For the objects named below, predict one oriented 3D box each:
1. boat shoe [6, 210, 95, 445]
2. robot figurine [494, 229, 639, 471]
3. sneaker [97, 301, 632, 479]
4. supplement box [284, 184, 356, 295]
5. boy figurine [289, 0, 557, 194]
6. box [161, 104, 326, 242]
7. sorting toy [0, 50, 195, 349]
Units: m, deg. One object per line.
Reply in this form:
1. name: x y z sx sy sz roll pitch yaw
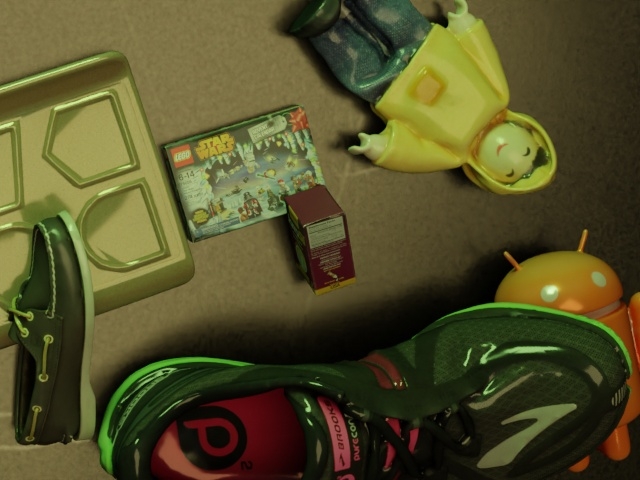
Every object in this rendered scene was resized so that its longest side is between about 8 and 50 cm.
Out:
1. boat shoe: -0.240 0.083 1.550 0.068 0.081 0.228 -10 119 -21
2. robot figurine: 0.234 0.106 1.675 0.158 0.128 0.219 -7 100 30
3. sneaker: 0.042 0.177 1.556 0.482 0.202 0.185 -11 102 2
4. supplement box: 0.000 0.000 1.628 0.043 0.055 0.083 -18 127 -12
5. boy figurine: 0.102 -0.132 1.639 0.285 0.092 0.177 43 82 -11
6. box: -0.069 -0.062 1.634 0.137 0.027 0.094 -18 99 -12
7. sorting toy: -0.288 -0.020 1.582 0.307 0.041 0.229 -19 104 -11
